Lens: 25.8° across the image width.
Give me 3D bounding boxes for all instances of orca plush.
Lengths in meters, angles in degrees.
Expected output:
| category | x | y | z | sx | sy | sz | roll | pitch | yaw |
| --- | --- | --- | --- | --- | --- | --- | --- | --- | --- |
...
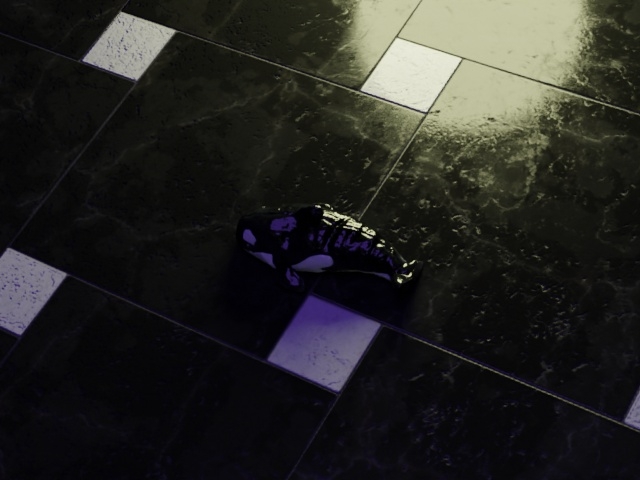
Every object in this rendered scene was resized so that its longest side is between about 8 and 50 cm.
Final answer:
| category | x | y | z | sx | sy | sz | roll | pitch | yaw |
| --- | --- | --- | --- | --- | --- | --- | --- | --- | --- |
| orca plush | 0.000 | 0.000 | 2.013 | 0.287 | 0.102 | 0.151 | 29 | 66 | 28 |
